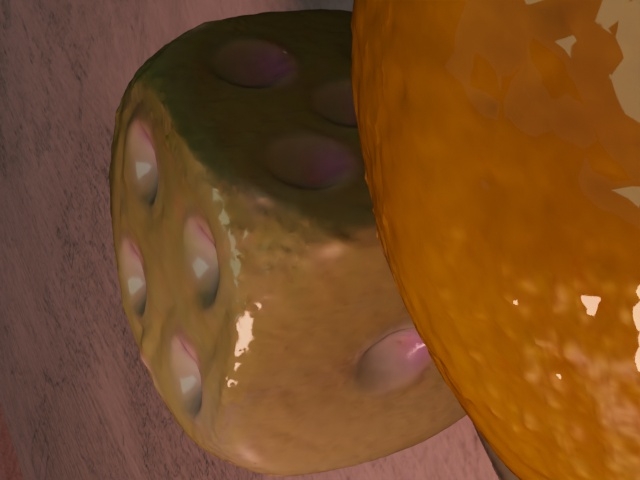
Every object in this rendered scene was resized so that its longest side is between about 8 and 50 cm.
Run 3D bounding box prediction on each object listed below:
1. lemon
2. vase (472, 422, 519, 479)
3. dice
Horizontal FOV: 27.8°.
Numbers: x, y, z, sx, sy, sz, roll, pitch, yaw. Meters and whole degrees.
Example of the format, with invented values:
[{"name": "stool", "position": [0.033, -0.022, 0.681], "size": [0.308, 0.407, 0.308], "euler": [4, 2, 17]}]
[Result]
[{"name": "lemon", "position": [0.181, -0.026, 0.465], "size": [0.364, 0.364, 0.364], "euler": [28, 122, 59]}, {"name": "vase", "position": [0.167, 0.135, 0.785], "size": [0.248, 0.128, 0.128], "euler": [-142, 49, -66]}, {"name": "dice", "position": [0.000, 0.000, 0.930], "size": [0.252, 0.254, 0.250], "euler": [105, 147, -41]}]
